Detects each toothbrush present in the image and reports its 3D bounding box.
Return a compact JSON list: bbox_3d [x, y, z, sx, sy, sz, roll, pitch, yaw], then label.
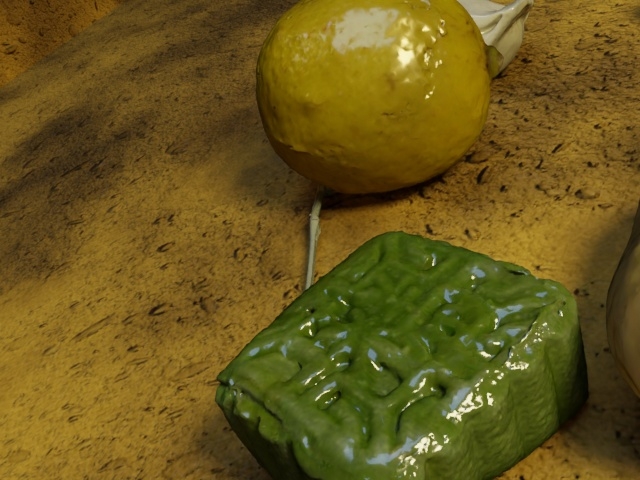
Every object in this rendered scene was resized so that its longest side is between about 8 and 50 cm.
[{"bbox_3d":[-0.006,0.000,0.835,0.028,0.026,0.294,2,39,9],"label":"toothbrush"}]

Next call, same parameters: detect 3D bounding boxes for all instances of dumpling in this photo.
[{"bbox_3d":[0.202,-0.284,1.036,0.252,0.131,0.179,-26,7,36],"label":"dumpling"}]

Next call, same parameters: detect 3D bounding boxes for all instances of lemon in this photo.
[{"bbox_3d":[0.058,-0.181,0.844,0.284,0.260,0.260,16,46,11],"label":"lemon"}]

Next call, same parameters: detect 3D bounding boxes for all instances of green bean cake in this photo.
[{"bbox_3d":[0.057,0.110,0.559,0.248,0.125,0.222,-41,38,-23],"label":"green bean cake"}]

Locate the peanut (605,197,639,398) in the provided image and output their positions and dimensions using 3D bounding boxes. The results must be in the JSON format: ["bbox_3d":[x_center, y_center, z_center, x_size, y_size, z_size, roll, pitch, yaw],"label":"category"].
[{"bbox_3d":[0.288,0.024,0.525,0.147,0.148,0.319,-2,28,29],"label":"peanut"}]
